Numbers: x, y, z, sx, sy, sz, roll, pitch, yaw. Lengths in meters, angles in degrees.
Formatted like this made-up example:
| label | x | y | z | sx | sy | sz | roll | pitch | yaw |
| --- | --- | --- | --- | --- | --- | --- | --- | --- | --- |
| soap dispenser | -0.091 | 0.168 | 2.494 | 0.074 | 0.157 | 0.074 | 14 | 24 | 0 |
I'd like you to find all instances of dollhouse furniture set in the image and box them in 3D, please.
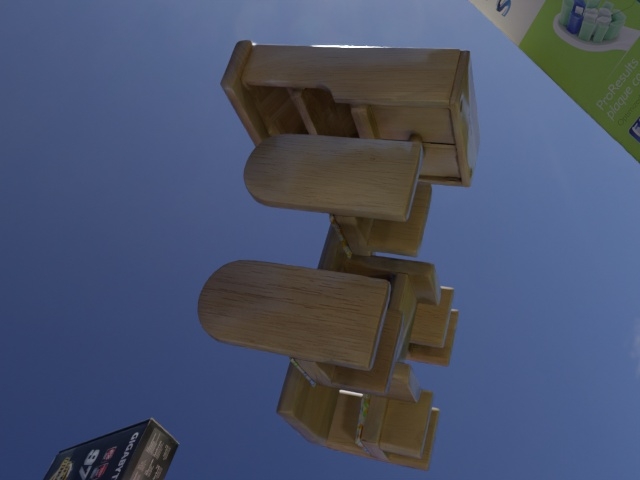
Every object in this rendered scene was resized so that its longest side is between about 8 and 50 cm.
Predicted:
| label | x | y | z | sx | sy | sz | roll | pitch | yaw |
| --- | --- | --- | --- | --- | --- | --- | --- | --- | --- |
| dollhouse furniture set | 0.000 | 0.000 | 0.472 | 0.212 | 0.160 | 0.242 | 62 | -140 | -58 |

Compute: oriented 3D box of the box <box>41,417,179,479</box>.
| label | x | y | z | sx | sy | sz | roll | pitch | yaw |
| --- | --- | --- | --- | --- | --- | --- | --- | --- | --- |
| box | -0.260 | 0.308 | 0.766 | 0.051 | 0.175 | 0.220 | 50 | -145 | -24 |

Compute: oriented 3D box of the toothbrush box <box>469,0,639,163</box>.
| label | x | y | z | sx | sy | sz | roll | pitch | yaw |
| --- | --- | --- | --- | --- | --- | --- | --- | --- | --- |
| toothbrush box | 0.265 | -0.116 | 0.447 | 0.206 | 0.122 | 0.283 | -11 | -125 | -37 |
